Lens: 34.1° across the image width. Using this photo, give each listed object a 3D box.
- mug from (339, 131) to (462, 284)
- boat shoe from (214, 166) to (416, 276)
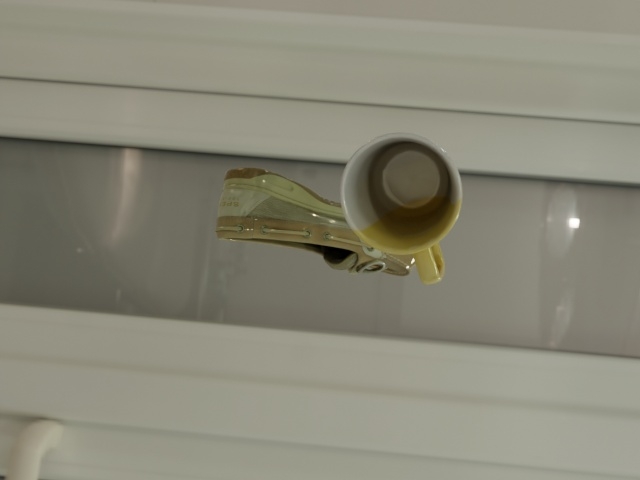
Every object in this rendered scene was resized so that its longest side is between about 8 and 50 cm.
[{"bbox_3d":[0.044,-0.022,0.558,0.064,0.062,0.078,-47,151,-75],"label":"mug"},{"bbox_3d":[0.001,0.000,0.673,0.056,0.153,0.048,-6,-114,51],"label":"boat shoe"}]
